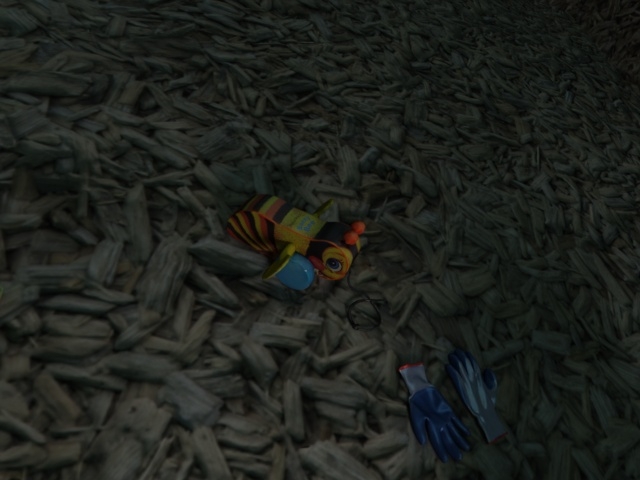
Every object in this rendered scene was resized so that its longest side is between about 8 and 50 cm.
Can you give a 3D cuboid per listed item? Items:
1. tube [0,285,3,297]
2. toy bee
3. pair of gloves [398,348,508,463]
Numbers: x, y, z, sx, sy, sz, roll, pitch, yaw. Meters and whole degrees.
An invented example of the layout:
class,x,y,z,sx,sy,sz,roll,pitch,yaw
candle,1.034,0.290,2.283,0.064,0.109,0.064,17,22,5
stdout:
class,x,y,z,sx,sy,sz,roll,pitch,yaw
tube,-0.413,0.155,0.508,0.070,0.062,0.240,32,32,-51
toy bee,0.000,0.000,0.746,0.298,0.162,0.195,18,49,-12
pair of gloves,0.222,0.259,0.750,0.198,0.023,0.159,-6,59,-28
